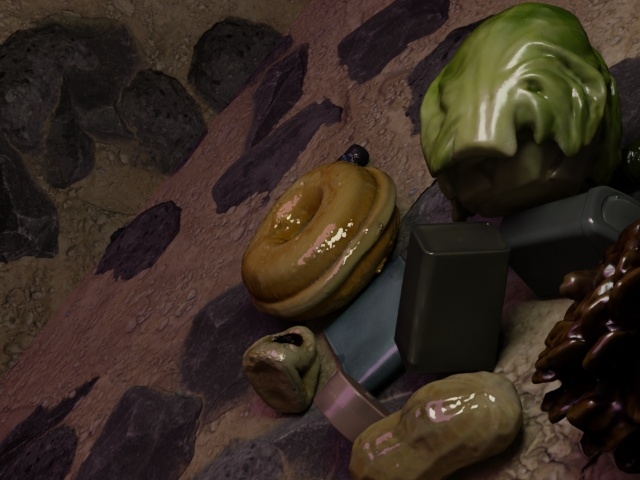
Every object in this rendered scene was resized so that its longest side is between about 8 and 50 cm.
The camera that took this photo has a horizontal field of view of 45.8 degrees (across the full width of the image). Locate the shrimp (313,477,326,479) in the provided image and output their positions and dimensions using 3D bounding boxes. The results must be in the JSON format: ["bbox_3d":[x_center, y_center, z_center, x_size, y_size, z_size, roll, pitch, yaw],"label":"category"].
[{"bbox_3d":[0.027,0.466,1.316,0.190,0.074,0.073,-175,92,-66],"label":"shrimp"}]

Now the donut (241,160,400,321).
[{"bbox_3d":[0.000,0.000,1.796,0.449,0.198,0.449,-35,28,22],"label":"donut"}]

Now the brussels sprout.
[{"bbox_3d":[0.358,-0.231,1.376,0.342,0.425,0.361,-10,68,16],"label":"brussels sprout"}]

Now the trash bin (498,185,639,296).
[{"bbox_3d":[0.435,0.009,1.267,0.236,0.176,0.101,-16,40,47],"label":"trash bin"}]

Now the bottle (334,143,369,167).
[{"bbox_3d":[0.039,-0.159,2.082,0.244,0.072,0.082,-50,8,-10],"label":"bottle"}]

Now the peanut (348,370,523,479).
[{"bbox_3d":[0.179,0.317,1.234,0.313,0.152,0.152,-35,31,22],"label":"peanut"}]

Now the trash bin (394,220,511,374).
[{"bbox_3d":[0.223,0.097,1.305,0.164,0.241,0.122,-4,30,-9],"label":"trash bin"}]

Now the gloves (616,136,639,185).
[{"bbox_3d":[0.647,-0.190,1.329,0.268,0.107,0.135,-31,63,19],"label":"gloves"}]

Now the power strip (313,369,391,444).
[{"bbox_3d":[0.067,0.312,1.375,0.078,0.154,0.154,-48,29,-2],"label":"power strip"}]

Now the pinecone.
[{"bbox_3d":[0.469,0.117,0.928,0.397,0.398,0.398,-32,32,23],"label":"pinecone"}]

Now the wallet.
[{"bbox_3d":[0.128,0.172,1.573,0.251,0.054,0.290,-42,28,3],"label":"wallet"}]

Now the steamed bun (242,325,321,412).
[{"bbox_3d":[-0.064,0.259,1.620,0.140,0.172,0.155,1,34,38],"label":"steamed bun"}]
